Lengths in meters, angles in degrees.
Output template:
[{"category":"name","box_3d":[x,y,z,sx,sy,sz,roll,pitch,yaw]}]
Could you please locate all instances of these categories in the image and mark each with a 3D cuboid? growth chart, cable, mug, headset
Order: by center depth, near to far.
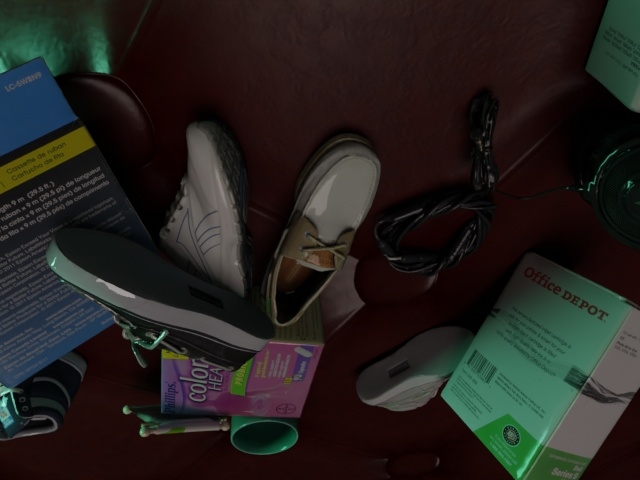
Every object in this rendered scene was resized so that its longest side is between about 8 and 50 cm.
[{"category":"headset","box_3d":[0.380,-0.101,0.598,0.393,0.243,0.185,-2,108,19]},{"category":"cable","box_3d":[0.178,-0.007,0.758,0.184,0.047,0.151,-22,130,12]},{"category":"growth chart","box_3d":[-0.255,0.313,0.908,0.171,0.021,0.237,9,168,-29]},{"category":"mug","box_3d":[-0.099,0.339,0.999,0.157,0.097,0.129,-28,128,17]}]

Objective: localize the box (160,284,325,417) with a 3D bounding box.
[{"category":"box","box_3d":[-0.134,0.186,0.847,0.242,0.117,0.214,7,130,-11]}]

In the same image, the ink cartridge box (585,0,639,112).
[{"category":"ink cartridge box","box_3d":[0.419,-0.277,0.500,0.196,0.114,0.273,-4,130,-4]}]

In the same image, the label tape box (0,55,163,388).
[{"category":"label tape box","box_3d":[-0.350,-0.017,0.584,0.240,0.106,0.334,-34,135,-20]}]

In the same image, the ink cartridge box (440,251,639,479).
[{"category":"ink cartridge box","box_3d":[0.348,0.192,0.780,0.121,0.211,0.289,23,101,-25]}]

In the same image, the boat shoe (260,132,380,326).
[{"category":"boat shoe","box_3d":[0.000,0.000,0.706,0.113,0.103,0.302,14,128,-17]}]

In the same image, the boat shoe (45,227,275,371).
[{"category":"boat shoe","box_3d":[-0.199,0.090,0.629,0.105,0.113,0.306,-47,135,12]}]

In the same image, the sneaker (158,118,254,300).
[{"category":"sneaker","box_3d":[-0.156,-0.021,0.673,0.129,0.111,0.297,3,131,-2]}]

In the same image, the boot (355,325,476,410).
[{"category":"boot","box_3d":[0.201,0.250,0.972,0.258,0.095,0.123,-30,138,25]}]

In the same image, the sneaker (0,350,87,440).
[{"category":"sneaker","box_3d":[-0.521,0.212,0.803,0.282,0.153,0.099,35,119,-31]}]
